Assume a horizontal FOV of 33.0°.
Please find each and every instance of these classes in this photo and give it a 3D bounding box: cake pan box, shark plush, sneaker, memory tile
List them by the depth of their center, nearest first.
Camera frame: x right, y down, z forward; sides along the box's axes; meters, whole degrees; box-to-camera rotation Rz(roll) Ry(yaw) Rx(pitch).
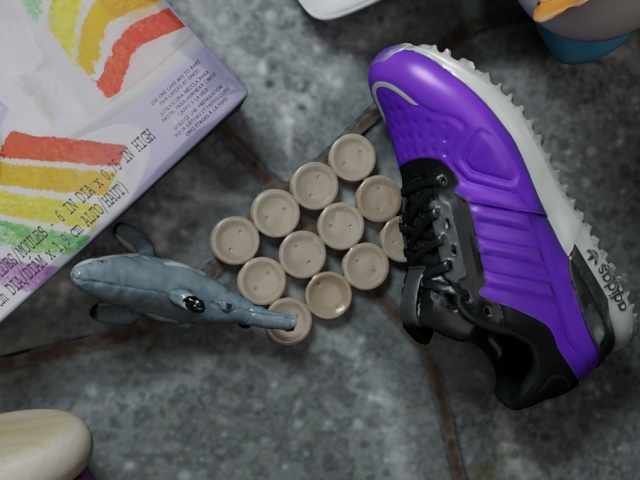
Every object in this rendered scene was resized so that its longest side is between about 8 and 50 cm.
[{"bbox_3d":[-0.227,-0.101,0.742,0.267,0.070,0.245,-42,97,-8],"label":"cake pan box"},{"bbox_3d":[-0.099,0.048,0.771,0.161,0.067,0.073,28,85,-12],"label":"shark plush"},{"bbox_3d":[0.105,0.000,0.789,0.146,0.102,0.293,-38,98,-18],"label":"sneaker"},{"bbox_3d":[0.000,0.000,0.821,0.148,0.012,0.113,-35,98,-10],"label":"memory tile"}]

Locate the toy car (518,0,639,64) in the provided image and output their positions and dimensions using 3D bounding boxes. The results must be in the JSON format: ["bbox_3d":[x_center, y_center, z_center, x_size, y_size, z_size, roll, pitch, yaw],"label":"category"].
[{"bbox_3d":[0.197,-0.209,0.704,0.210,0.238,0.219,-26,119,20],"label":"toy car"}]

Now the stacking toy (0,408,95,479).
[{"bbox_3d":[-0.193,0.290,0.731,0.141,0.141,0.330,-12,99,-12],"label":"stacking toy"}]

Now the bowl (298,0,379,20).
[{"bbox_3d":[0.028,-0.242,0.775,0.053,0.142,0.142,-32,99,-54],"label":"bowl"}]
